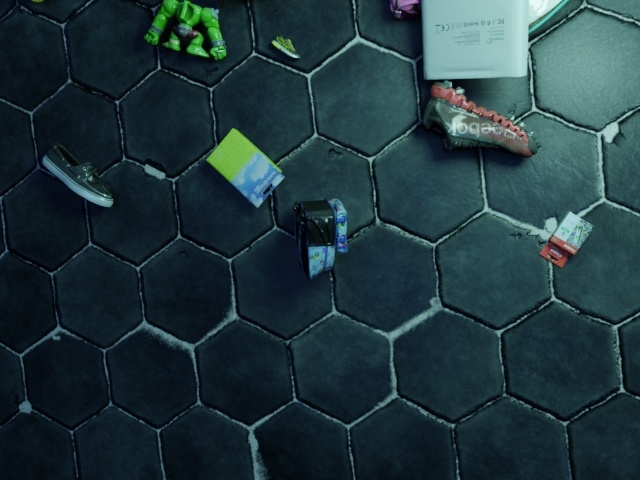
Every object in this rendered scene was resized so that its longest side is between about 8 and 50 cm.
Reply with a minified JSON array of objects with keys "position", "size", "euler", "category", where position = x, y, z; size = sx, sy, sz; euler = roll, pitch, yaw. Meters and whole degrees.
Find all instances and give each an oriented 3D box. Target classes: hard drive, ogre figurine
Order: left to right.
[{"position":[-0.322,-0.518,1.404],"size":[0.197,0.097,0.118],"euler":[21,108,20],"category":"ogre figurine"},{"position":[0.312,-0.517,1.184],"size":[0.233,0.047,0.352],"euler":[13,117,43],"category":"hard drive"}]

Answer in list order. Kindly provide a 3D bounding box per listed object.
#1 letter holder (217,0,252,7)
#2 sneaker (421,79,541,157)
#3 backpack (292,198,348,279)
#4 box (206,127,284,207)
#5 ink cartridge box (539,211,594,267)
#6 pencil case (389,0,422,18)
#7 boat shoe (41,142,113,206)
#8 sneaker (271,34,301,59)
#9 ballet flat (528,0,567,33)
[{"position":[-0.173,-0.725,1.350],"size":[0.152,0.214,0.301],"euler":[-8,91,-21],"category":"letter holder"},{"position":[0.347,-0.241,1.289],"size":[0.276,0.097,0.135],"euler":[30,98,10],"category":"sneaker"},{"position":[0.000,0.000,1.344],"size":[0.117,0.158,0.173],"euler":[-4,106,-7],"category":"backpack"},{"position":[-0.181,-0.178,1.420],"size":[0.178,0.042,0.109],"euler":[43,100,6],"category":"box"},{"position":[0.553,0.000,1.297],"size":[0.063,0.029,0.115],"euler":[33,98,7],"category":"ink cartridge box"},{"position":[0.182,-0.613,1.304],"size":[0.098,0.095,0.209],"euler":[-15,91,-9],"category":"pencil case"},{"position":[-0.619,-0.174,1.492],"size":[0.228,0.080,0.076],"euler":[36,100,14],"category":"boat shoe"},{"position":[-0.079,-0.468,1.391],"size":[0.083,0.031,0.035],"euler":[35,98,7],"category":"sneaker"},{"position":[0.531,-0.584,1.184],"size":[0.400,0.139,0.139],"euler":[-37,86,0],"category":"ballet flat"}]
